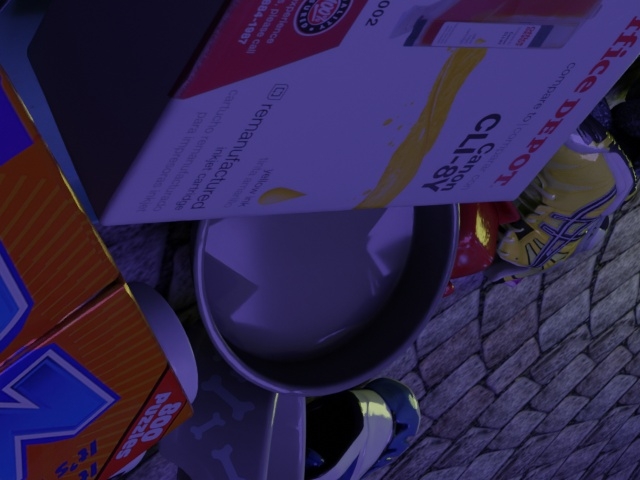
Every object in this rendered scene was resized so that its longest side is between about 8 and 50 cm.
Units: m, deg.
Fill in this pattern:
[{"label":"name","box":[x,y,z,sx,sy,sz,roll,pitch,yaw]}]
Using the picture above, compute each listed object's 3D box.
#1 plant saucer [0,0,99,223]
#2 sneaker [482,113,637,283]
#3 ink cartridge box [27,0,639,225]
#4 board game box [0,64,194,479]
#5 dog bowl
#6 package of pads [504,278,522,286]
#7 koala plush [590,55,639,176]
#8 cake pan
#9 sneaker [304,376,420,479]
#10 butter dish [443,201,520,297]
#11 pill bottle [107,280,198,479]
[{"label":"plant saucer","box":[-0.150,-0.138,1.117,0.318,0.043,0.317,-31,151,-20]},{"label":"sneaker","box":[0.252,-0.044,1.651,0.147,0.145,0.384,-36,157,-9]},{"label":"ink cartridge box","box":[0.039,-0.159,1.005,0.385,0.160,0.279,-5,146,-38]},{"label":"board game box","box":[-0.337,0.004,0.730,0.356,0.356,0.356,-37,153,-11]},{"label":"dog bowl","box":[-0.084,0.255,1.475,0.102,0.348,0.348,3,150,8]},{"label":"package of pads","box":[0.244,0.030,1.896,0.050,0.032,0.083,-44,153,11]},{"label":"koala plush","box":[0.413,-0.189,1.649,0.196,0.203,0.221,-20,134,-37]},{"label":"cake pan","box":[0.000,0.000,1.368,0.293,0.054,0.293,-11,110,-31]},{"label":"sneaker","box":[-0.024,0.298,1.857,0.182,0.127,0.315,15,112,-55]},{"label":"butter dish","box":[0.122,0.003,1.545,0.160,0.118,0.160,-6,161,19]},{"label":"pill bottle","box":[-0.271,0.149,1.227,0.323,0.181,0.181,-24,148,-32]}]
